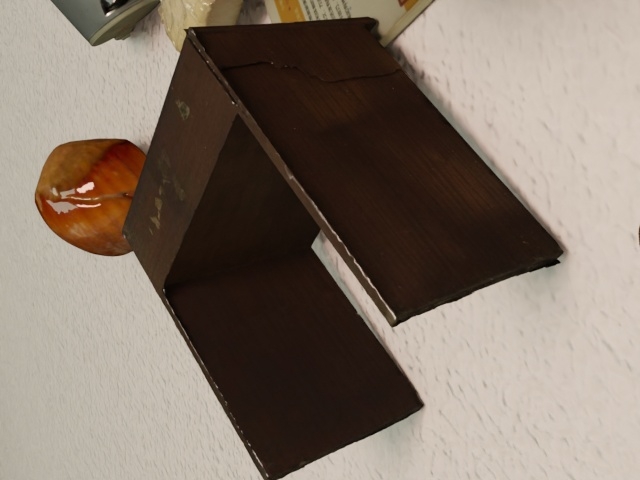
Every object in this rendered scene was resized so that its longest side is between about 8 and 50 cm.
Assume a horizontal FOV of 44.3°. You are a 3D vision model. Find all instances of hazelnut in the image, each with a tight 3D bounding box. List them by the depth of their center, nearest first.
[{"bbox_3d":[-0.315,-0.059,1.121,0.182,0.182,0.182,14,108,52],"label":"hazelnut"}]

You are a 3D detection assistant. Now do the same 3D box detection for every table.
[{"bbox_3d":[0.000,0.000,0.666,0.282,0.196,0.250,54,137,25],"label":"table"}]

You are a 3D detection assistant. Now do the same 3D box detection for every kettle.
[{"bbox_3d":[-0.335,-0.386,1.059,0.243,0.160,0.210,57,165,-13],"label":"kettle"}]

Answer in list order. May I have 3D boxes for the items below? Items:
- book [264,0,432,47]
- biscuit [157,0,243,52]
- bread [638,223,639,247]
[{"bbox_3d":[0.030,-0.275,0.726,0.295,0.020,0.207,-36,68,51],"label":"book"},{"bbox_3d":[-0.115,-0.328,0.836,0.179,0.084,0.281,-128,46,-53],"label":"biscuit"},{"bbox_3d":[0.275,0.032,0.299,0.176,0.196,0.246,-48,56,26],"label":"bread"}]
